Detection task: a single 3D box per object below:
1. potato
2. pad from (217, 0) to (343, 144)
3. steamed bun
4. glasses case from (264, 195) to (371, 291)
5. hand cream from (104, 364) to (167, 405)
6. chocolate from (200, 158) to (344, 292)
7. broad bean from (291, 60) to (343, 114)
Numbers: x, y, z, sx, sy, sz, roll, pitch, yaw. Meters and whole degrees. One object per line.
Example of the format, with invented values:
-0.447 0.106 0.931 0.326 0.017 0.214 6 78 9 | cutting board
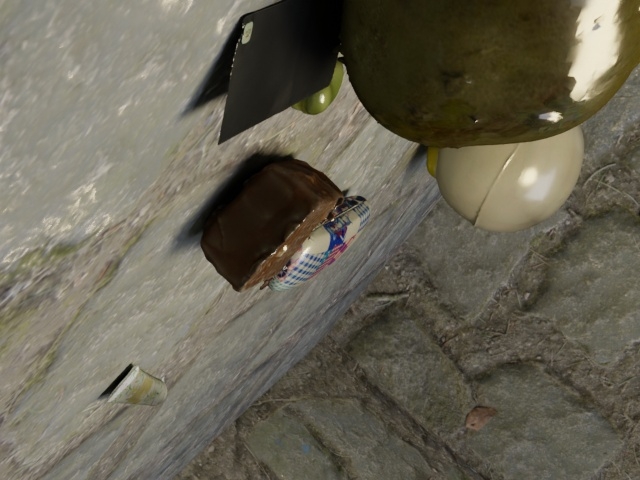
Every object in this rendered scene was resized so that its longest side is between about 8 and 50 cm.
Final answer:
0.162 -0.219 0.822 0.269 0.219 0.359 -4 153 -15 | potato
-0.025 -0.160 0.859 0.193 0.004 0.116 -39 151 -52 | pad
0.401 -0.177 2.131 0.334 0.334 0.374 -48 172 5 | steamed bun
0.000 0.000 1.661 0.125 0.076 0.327 -53 172 24 | glasses case
-0.260 0.216 1.446 0.067 0.042 0.194 -46 168 -4 | hand cream
-0.057 -0.024 1.159 0.148 0.093 0.214 -50 173 9 | chocolate
-0.003 -0.154 0.996 0.083 0.045 0.063 -46 155 -56 | broad bean
